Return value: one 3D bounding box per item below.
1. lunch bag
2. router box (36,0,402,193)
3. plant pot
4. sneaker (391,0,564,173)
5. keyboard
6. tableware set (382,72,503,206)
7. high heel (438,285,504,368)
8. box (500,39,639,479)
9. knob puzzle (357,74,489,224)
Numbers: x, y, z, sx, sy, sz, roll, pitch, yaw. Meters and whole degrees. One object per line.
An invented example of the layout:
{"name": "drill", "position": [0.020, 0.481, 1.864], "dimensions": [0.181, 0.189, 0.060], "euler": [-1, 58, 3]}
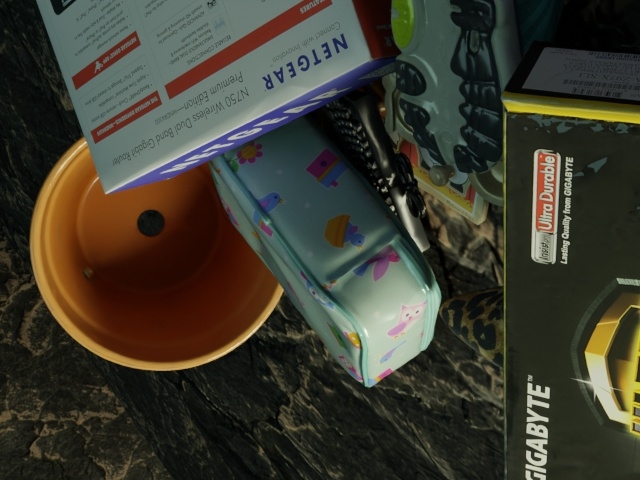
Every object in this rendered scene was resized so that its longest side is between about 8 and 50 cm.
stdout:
{"name": "lunch bag", "position": [0.000, 0.000, 0.870], "dimensions": [0.279, 0.107, 0.224], "euler": [52, 170, 23]}
{"name": "router box", "position": [-0.105, -0.227, 0.702], "dimensions": [0.335, 0.082, 0.301], "euler": [-17, 93, 43]}
{"name": "plant pot", "position": [-0.195, -0.009, 1.064], "dimensions": [0.291, 0.290, 0.203], "euler": [65, 168, -13]}
{"name": "sneaker", "position": [0.097, -0.175, 0.526], "dimensions": [0.107, 0.110, 0.275], "euler": [25, 138, 32]}
{"name": "keyboard", "position": [0.053, -0.061, 0.797], "dimensions": [0.108, 0.023, 0.180], "euler": [34, 157, 49]}
{"name": "tableware set", "position": [0.116, -0.101, 0.662], "dimensions": [0.168, 0.020, 0.141], "euler": [35, 140, 19]}
{"name": "high heel", "position": [0.176, 0.008, 0.624], "dimensions": [0.261, 0.093, 0.186], "euler": [3, 126, 42]}
{"name": "box", "position": [0.234, 0.055, 0.497], "dimensions": [0.257, 0.079, 0.322], "euler": [9, 131, 22]}
{"name": "knob puzzle", "position": [0.075, -0.122, 0.736], "dimensions": [0.213, 0.030, 0.213], "euler": [40, 148, 32]}
